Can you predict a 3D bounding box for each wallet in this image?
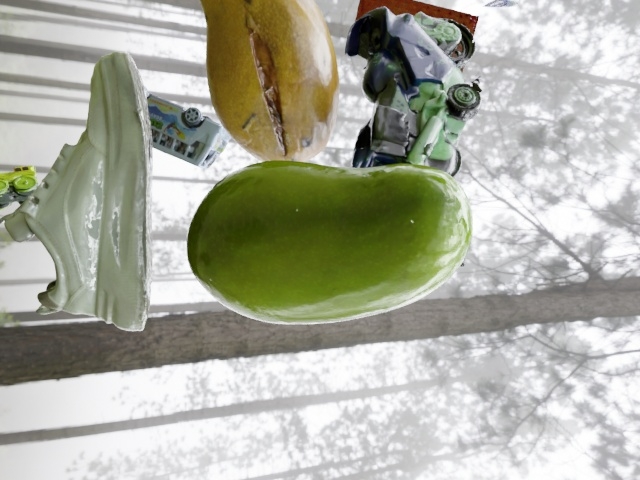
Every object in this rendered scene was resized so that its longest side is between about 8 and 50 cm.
[{"bbox_3d":[0.151,-0.339,0.826,0.020,0.196,0.103,-53,159,-73],"label":"wallet"}]

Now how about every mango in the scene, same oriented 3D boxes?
[{"bbox_3d":[0.000,0.000,0.480,0.293,0.175,0.143,-7,-140,31],"label":"mango"},{"bbox_3d":[-0.067,-0.218,0.657,0.295,0.177,0.120,73,15,-49],"label":"mango"}]

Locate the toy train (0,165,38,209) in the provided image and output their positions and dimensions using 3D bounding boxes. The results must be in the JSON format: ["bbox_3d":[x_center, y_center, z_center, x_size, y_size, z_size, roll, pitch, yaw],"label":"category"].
[{"bbox_3d":[-0.614,-0.079,0.850,0.085,0.250,0.053,52,-41,32],"label":"toy train"}]

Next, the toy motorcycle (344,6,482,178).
[{"bbox_3d":[0.118,-0.213,0.709,0.125,0.196,0.331,107,-2,-63],"label":"toy motorcycle"}]

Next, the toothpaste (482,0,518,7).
[{"bbox_3d":[0.249,-0.327,0.688,0.024,0.083,0.015,-9,-76,45],"label":"toothpaste"}]

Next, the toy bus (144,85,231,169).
[{"bbox_3d":[-0.400,-0.298,1.291,0.109,0.330,0.136,9,105,-83],"label":"toy bus"}]

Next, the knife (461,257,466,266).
[{"bbox_3d":[0.238,-0.006,0.927,0.018,0.031,0.121,113,-37,-54],"label":"knife"}]

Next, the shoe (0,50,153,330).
[{"bbox_3d":[-0.270,-0.046,0.561,0.124,0.159,0.316,-143,-128,-72],"label":"shoe"}]
